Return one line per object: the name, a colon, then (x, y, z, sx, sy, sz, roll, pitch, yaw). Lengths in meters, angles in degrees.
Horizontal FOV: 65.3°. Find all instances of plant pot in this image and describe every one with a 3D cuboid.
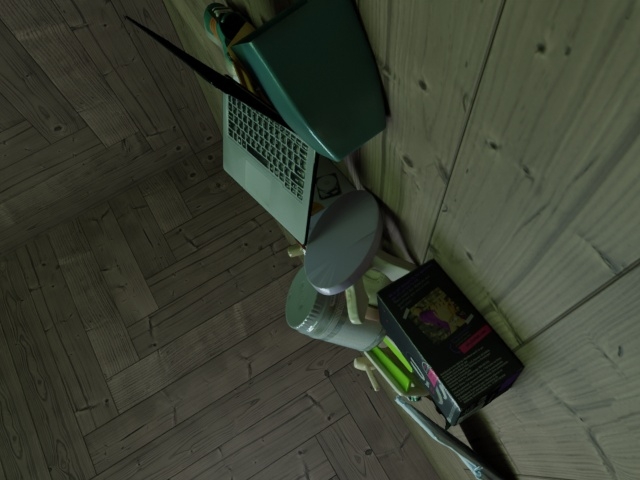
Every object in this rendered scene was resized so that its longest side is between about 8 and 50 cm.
plant pot: (-0.002, -0.261, 0.823, 0.234, 0.165, 0.165, 56, 174, -26)

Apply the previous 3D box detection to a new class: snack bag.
snack bag: (0.392, 0.603, 1.453, 0.342, 0.037, 0.323, 38, 175, -11)

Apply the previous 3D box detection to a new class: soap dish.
soap dish: (-0.115, -0.360, 1.245, 0.229, 0.118, 0.291, 53, 170, 35)

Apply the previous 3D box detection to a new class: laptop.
laptop: (-0.207, -0.217, 1.058, 0.382, 0.236, 0.408, 43, 139, 36)

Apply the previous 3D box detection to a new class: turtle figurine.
turtle figurine: (0.324, 0.476, 1.551, 0.234, 0.118, 0.175, 40, 176, 23)

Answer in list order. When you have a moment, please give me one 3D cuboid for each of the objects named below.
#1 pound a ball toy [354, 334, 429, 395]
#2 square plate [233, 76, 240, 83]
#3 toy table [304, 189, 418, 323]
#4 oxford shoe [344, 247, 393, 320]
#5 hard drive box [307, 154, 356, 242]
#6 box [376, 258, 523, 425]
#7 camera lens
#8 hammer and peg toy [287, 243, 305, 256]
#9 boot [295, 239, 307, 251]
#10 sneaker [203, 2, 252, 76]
pound a ball toy: (0.234, 0.374, 1.543, 0.319, 0.135, 0.208, -140, 57, -66)
square plate: (-0.190, -0.428, 1.686, 0.347, 0.049, 0.344, 61, 171, -7)
toy table: (0.083, 0.038, 1.142, 0.252, 0.274, 0.161, 4, 143, 39)
oxford shoe: (0.120, 0.048, 1.369, 0.397, 0.140, 0.147, -117, 43, -56)
hard drive box: (-0.030, -0.129, 1.331, 0.232, 0.181, 0.089, 52, 168, 38)
box: (0.243, 0.202, 0.995, 0.270, 0.143, 0.165, 55, 170, 30)
camera lens: (0.062, 0.197, 1.481, 0.274, 0.219, 0.219, 21, -171, -25)
hammer and peg toy: (0.000, 0.000, 1.687, 0.361, 0.127, 0.266, -88, -22, -52)
boot: (-0.012, -0.077, 1.398, 0.236, 0.178, 0.085, 50, 167, 44)
sneaker: (-0.238, -0.575, 1.343, 0.302, 0.108, 0.121, 61, 154, 30)
